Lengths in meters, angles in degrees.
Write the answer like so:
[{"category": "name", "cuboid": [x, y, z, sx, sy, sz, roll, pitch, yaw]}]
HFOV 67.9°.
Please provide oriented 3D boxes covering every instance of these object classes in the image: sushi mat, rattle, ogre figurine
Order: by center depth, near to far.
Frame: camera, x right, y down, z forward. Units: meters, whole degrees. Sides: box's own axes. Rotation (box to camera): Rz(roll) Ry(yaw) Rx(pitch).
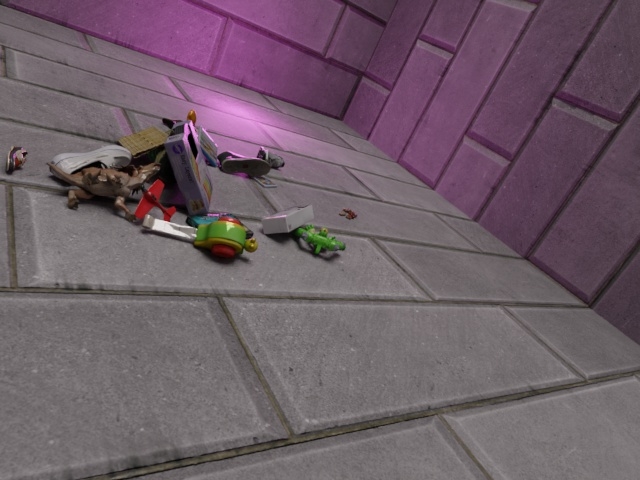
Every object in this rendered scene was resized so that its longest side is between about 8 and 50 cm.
[{"category": "sushi mat", "cuboid": [-0.625, -0.355, 1.692, 0.151, 0.019, 0.316, -26, 32, -21]}, {"category": "ogre figurine", "cuboid": [0.000, 0.000, 1.699, 0.197, 0.097, 0.118, 39, 3, -8]}, {"category": "rattle", "cuboid": [-0.518, -0.460, 2.078, 0.199, 0.143, 0.130, 38, 6, 41]}]

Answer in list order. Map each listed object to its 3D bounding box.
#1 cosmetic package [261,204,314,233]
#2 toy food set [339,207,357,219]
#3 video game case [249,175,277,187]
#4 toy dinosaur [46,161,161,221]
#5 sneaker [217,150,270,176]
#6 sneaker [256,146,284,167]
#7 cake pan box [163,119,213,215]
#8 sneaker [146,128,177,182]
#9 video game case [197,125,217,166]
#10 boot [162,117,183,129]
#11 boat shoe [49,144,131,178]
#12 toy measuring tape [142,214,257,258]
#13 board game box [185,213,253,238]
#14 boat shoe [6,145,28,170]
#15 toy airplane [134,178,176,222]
[{"category": "cosmetic package", "cuboid": [-0.114, -0.079, 1.726, 0.098, 0.061, 0.239, -7, 11, 23]}, {"category": "toy food set", "cuboid": [0.134, -0.125, 2.197, 0.077, 0.019, 0.122, 28, 23, 5]}, {"category": "video game case", "cuboid": [-0.258, -0.268, 2.096, 0.122, 0.011, 0.087, 37, 24, 23]}, {"category": "toy dinosaur", "cuboid": [-0.617, -0.170, 1.361, 0.295, 0.127, 0.200, 9, 28, -27]}, {"category": "sneaker", "cuboid": [-0.332, -0.343, 2.063, 0.221, 0.083, 0.118, 2, 31, -30]}, {"category": "sneaker", "cuboid": [-0.228, -0.381, 2.280, 0.132, 0.086, 0.229, 20, 22, -21]}, {"category": "cake pan box", "cuboid": [-0.430, -0.246, 1.566, 0.070, 0.267, 0.246, -15, 28, -3]}, {"category": "sneaker", "cuboid": [-0.576, -0.315, 1.759, 0.181, 0.158, 0.410, -7, 28, 1]}, {"category": "video game case", "cuboid": [-0.479, -0.400, 2.016, 0.119, 0.015, 0.166, 54, 15, -40]}, {"category": "boot", "cuboid": [-0.664, -0.538, 2.219, 0.106, 0.037, 0.114, 38, 20, 20]}, {"category": "boat shoe", "cuboid": [-0.678, -0.227, 1.452, 0.088, 0.096, 0.267, 37, 26, 15]}, {"category": "toy measuring tape", "cuboid": [-0.328, -0.025, 1.351, 0.329, 0.122, 0.121, 17, 24, -24]}, {"category": "board game box", "cuboid": [-0.319, -0.042, 1.522, 0.126, 0.026, 0.186, 37, 25, 26]}, {"category": "boat shoe", "cuboid": [-0.851, -0.229, 1.331, 0.043, 0.049, 0.137, 14, 21, -31]}, {"category": "toy airplane", "cuboid": [-0.476, -0.104, 1.382, 0.028, 0.151, 0.151, -6, 8, 28]}]
